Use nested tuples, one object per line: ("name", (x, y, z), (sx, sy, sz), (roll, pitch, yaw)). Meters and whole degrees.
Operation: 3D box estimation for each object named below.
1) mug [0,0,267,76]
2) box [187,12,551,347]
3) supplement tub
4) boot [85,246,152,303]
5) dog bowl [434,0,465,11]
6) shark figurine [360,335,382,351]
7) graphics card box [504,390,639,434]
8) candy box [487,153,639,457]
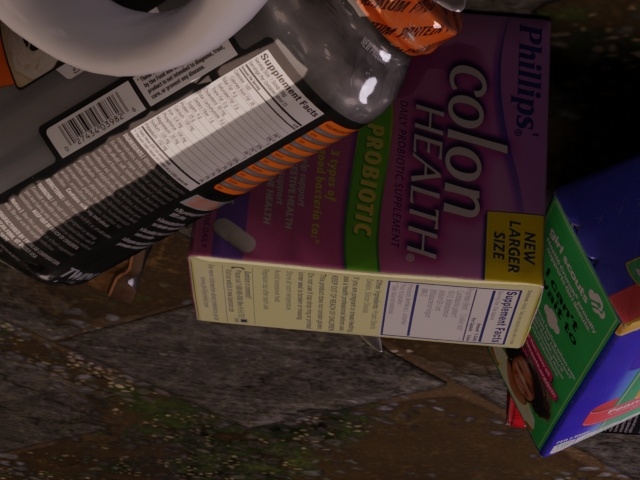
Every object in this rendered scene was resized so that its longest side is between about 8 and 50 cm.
("mug", (-0.146, -0.237, 0.661), (0.328, 0.276, 0.374), (-32, 94, 48))
("box", (0.037, -0.050, 1.157), (0.243, 0.213, 0.117), (5, 155, 1))
("supplement tub", (-0.083, -0.119, 1.002), (0.316, 0.193, 0.193), (-28, 143, 19))
("boot", (-0.192, -0.030, 1.385), (0.115, 0.112, 0.305), (20, 155, -6))
("dog bowl", (0.164, -0.247, 0.713), (0.349, 0.102, 0.349), (-18, 153, -10))
("shark figurine", (-0.015, 0.010, 1.417), (0.166, 0.116, 0.278), (4, 153, 7))
("graphics card box", (0.374, 0.121, 1.590), (0.371, 0.094, 0.233), (4, 154, 6))
("candy box", (0.290, 0.026, 1.251), (0.268, 0.122, 0.317), (-22, 157, -12))
